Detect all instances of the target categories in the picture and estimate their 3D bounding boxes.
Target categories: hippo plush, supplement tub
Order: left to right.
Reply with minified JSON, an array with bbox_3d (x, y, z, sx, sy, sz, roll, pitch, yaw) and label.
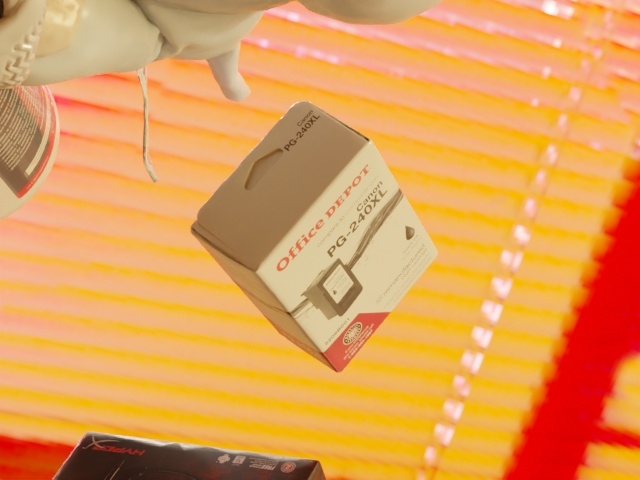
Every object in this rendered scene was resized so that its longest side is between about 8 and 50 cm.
[{"bbox_3d":[-0.357,-0.136,1.379,0.191,0.191,0.272,25,165,15],"label":"supplement tub"},{"bbox_3d":[-0.045,-0.164,0.821,0.236,0.294,0.234,0,-150,31],"label":"hippo plush"}]

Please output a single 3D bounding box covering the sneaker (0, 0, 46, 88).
[{"bbox_3d":[-0.201,-0.197,0.672,0.153,0.269,0.101,-6,-176,-15],"label":"sneaker"}]

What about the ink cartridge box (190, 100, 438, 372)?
[{"bbox_3d":[0.000,0.000,0.971,0.063,0.109,0.150,34,169,34],"label":"ink cartridge box"}]

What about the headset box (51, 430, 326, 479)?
[{"bbox_3d":[-0.138,0.284,1.107,0.218,0.110,0.293,3,-141,28],"label":"headset box"}]
